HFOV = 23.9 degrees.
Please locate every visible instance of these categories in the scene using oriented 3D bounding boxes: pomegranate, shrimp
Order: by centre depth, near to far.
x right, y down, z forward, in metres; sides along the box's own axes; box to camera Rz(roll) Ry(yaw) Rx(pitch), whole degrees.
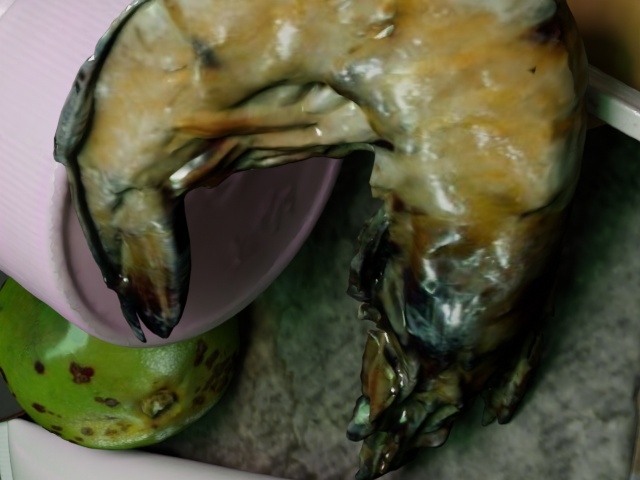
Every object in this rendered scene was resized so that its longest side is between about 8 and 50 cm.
[{"bbox_3d":[0.000,0.000,0.696,0.365,0.233,0.071,94,171,-47],"label":"shrimp"},{"bbox_3d":[-0.138,0.048,0.894,0.169,0.122,0.143,40,144,21],"label":"pomegranate"}]

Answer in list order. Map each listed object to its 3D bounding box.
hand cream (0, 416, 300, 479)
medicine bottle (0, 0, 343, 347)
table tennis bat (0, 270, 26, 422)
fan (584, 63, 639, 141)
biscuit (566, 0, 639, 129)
[{"bbox_3d":[-0.092,0.198,0.906,0.358,0.118,0.186,-5,98,47],"label":"hand cream"},{"bbox_3d":[-0.158,-0.101,0.809,0.316,0.202,0.202,32,118,34],"label":"medicine bottle"},{"bbox_3d":[-0.268,0.053,1.052,0.274,0.021,0.154,-9,85,40],"label":"table tennis bat"},{"bbox_3d":[0.063,-0.102,0.707,0.282,0.023,0.057,36,123,24],"label":"fan"},{"bbox_3d":[0.077,-0.210,0.717,0.351,0.057,0.312,47,123,20],"label":"biscuit"}]
